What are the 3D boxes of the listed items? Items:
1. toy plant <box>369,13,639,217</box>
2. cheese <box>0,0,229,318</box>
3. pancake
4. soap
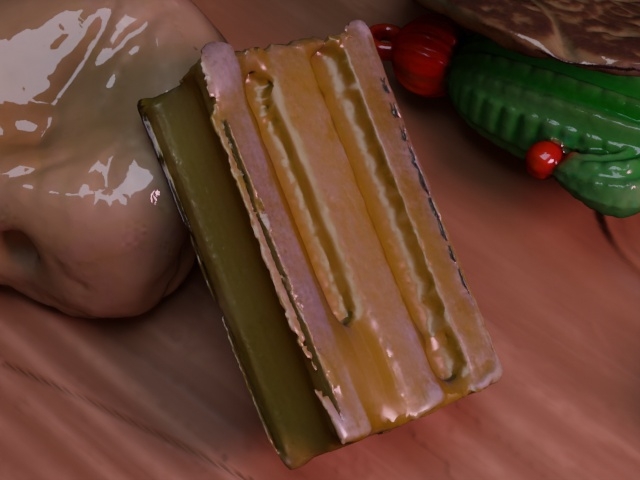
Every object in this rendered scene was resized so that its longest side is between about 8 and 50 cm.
[{"bbox_3d":[0.158,-0.100,0.928,0.154,0.088,0.240,-29,53,-29],"label":"toy plant"},{"bbox_3d":[-0.149,-0.060,0.878,0.235,0.117,0.218,-29,67,-13],"label":"cheese"},{"bbox_3d":[0.166,-0.158,0.917,0.250,0.031,0.250,6,25,-3],"label":"pancake"},{"bbox_3d":[0.001,-0.001,0.813,0.135,0.076,0.233,-16,83,-40],"label":"soap"}]
